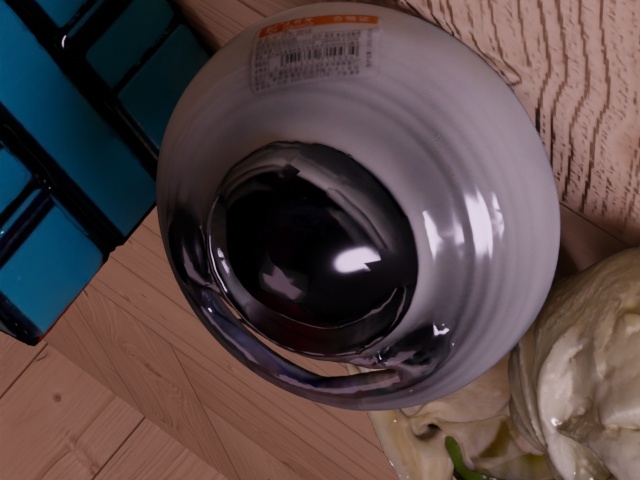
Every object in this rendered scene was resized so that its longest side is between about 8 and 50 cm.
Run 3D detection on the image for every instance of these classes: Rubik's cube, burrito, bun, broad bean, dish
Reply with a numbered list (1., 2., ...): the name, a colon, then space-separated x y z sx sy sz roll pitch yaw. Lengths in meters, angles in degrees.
1. Rubik's cube: -0.283 -0.128 1.410 0.293 0.283 0.288 18 153 46
2. burrito: 0.094 0.062 1.328 0.135 0.190 0.332 -103 -14 -47
3. bun: 0.234 0.125 1.151 0.259 0.160 0.259 33 164 11
4. broad bean: 0.136 0.203 1.803 0.061 0.046 0.195 31 161 38
5. dish: 0.000 0.000 1.108 0.273 0.134 0.273 9 114 21

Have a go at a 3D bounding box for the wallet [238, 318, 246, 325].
1. wallet: -0.048 0.059 1.839 0.133 0.039 0.243 45 164 -15
